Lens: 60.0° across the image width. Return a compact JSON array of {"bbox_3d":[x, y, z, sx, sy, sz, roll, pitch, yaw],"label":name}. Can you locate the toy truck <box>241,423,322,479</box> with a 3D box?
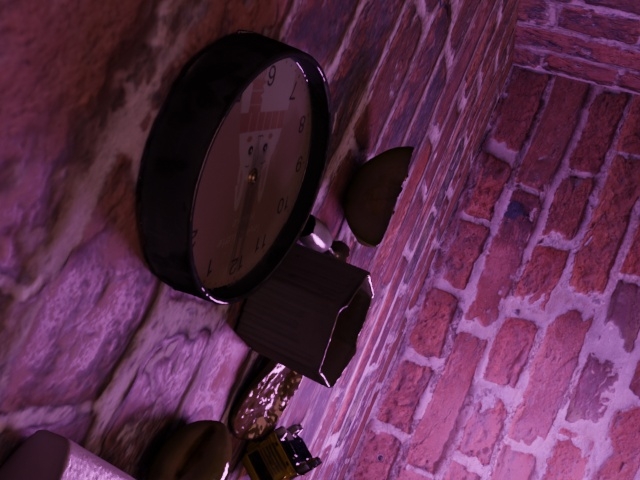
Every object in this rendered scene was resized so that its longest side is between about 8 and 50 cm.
[{"bbox_3d":[-0.104,0.547,1.370,0.157,0.124,0.272,-34,160,-1],"label":"toy truck"}]

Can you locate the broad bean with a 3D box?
[{"bbox_3d":[-0.221,0.404,0.959,0.189,0.121,0.263,-61,175,-34],"label":"broad bean"}]

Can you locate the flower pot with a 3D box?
[{"bbox_3d":[-0.023,0.140,1.066,0.209,0.190,0.239,-6,114,-68],"label":"flower pot"}]

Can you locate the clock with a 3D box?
[{"bbox_3d":[-0.098,-0.092,0.790,0.386,0.077,0.386,-53,155,-38],"label":"clock"}]

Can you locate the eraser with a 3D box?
[{"bbox_3d":[-0.294,0.358,0.664,0.270,0.095,0.174,73,35,-51],"label":"eraser"}]

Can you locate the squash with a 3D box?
[{"bbox_3d":[0.142,-0.095,1.321,0.155,0.204,0.236,27,84,-48],"label":"squash"}]

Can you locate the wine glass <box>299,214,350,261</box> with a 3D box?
[{"bbox_3d":[0.000,0.000,1.170,0.074,0.074,0.262,-66,159,-8],"label":"wine glass"}]

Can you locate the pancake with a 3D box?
[{"bbox_3d":[-0.121,0.337,1.225,0.242,0.050,0.241,-43,149,-35],"label":"pancake"}]
